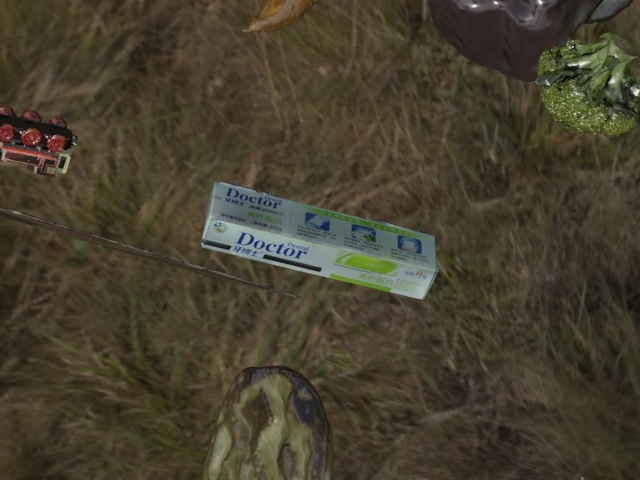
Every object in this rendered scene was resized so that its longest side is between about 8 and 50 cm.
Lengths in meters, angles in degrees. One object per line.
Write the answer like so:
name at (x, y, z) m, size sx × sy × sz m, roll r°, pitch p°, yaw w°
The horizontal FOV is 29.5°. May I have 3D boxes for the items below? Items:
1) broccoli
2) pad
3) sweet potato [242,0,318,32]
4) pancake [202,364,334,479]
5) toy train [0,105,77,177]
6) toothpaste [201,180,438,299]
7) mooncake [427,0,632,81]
broccoli at (0.307, -0.177, 1.368) m, size 0.131 × 0.130 × 0.120 m, roll 39°, pitch 129°, yaw 2°
pad at (-0.206, 0.009, 1.272) m, size 0.220 × 0.330 × 0.004 m, roll 9°, pitch 82°, yaw 57°
sweet potato at (0.009, -0.285, 1.052) m, size 0.066 × 0.072 × 0.314 m, roll 38°, pitch 63°, yaw -19°
pancake at (-0.071, 0.303, 1.563) m, size 0.294 × 0.049 × 0.295 m, roll -19°, pitch 66°, yaw 51°
toy train at (-0.422, -0.140, 1.742) m, size 0.138 × 0.087 × 0.050 m, roll 10°, pitch 38°, yaw -23°
toothpaste at (0.000, 0.000, 1.745) m, size 0.336 × 0.067 × 0.081 m, roll 13°, pitch 40°, yaw -9°
mooncake at (0.299, -0.432, 1.675) m, size 0.350 × 0.212 × 0.381 m, roll 34°, pitch 81°, yaw 25°
